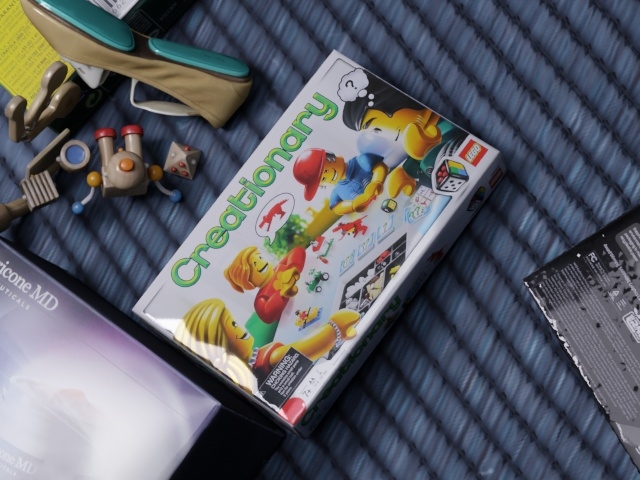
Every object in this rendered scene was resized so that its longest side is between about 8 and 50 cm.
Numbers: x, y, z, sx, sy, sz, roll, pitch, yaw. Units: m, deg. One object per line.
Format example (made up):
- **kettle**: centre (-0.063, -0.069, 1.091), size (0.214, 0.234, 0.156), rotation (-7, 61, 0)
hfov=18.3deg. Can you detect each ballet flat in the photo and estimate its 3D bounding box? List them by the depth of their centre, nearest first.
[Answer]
- **ballet flat**: centre (-0.176, -0.161, 1.823), size (0.232, 0.080, 0.073), rotation (20, 114, -17)

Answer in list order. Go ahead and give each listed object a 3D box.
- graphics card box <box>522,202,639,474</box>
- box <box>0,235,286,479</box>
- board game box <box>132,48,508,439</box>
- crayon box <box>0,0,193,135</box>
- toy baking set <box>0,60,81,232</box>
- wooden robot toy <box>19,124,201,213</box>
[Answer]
- **graphics card box**: centre (0.381, 0.035, 1.628), size (0.371, 0.094, 0.233), rotation (-34, 68, 7)
- **box**: centre (-0.247, 0.195, 1.752), size (0.296, 0.183, 0.294), rotation (34, 87, 23)
- **board game box**: centre (0.000, 0.000, 1.768), size (0.193, 0.053, 0.305), rotation (33, 81, 23)
- **crayon box**: centre (-0.294, -0.277, 1.946), size (0.202, 0.081, 0.318), rotation (-47, 67, 2)
- **toy baking set**: centre (-0.304, -0.070, 1.797), size (0.030, 0.256, 0.197), rotation (33, 124, 16)
- **wooden robot toy**: centre (-0.190, -0.071, 1.827), size (0.173, 0.079, 0.076), rotation (-8, 83, -10)
